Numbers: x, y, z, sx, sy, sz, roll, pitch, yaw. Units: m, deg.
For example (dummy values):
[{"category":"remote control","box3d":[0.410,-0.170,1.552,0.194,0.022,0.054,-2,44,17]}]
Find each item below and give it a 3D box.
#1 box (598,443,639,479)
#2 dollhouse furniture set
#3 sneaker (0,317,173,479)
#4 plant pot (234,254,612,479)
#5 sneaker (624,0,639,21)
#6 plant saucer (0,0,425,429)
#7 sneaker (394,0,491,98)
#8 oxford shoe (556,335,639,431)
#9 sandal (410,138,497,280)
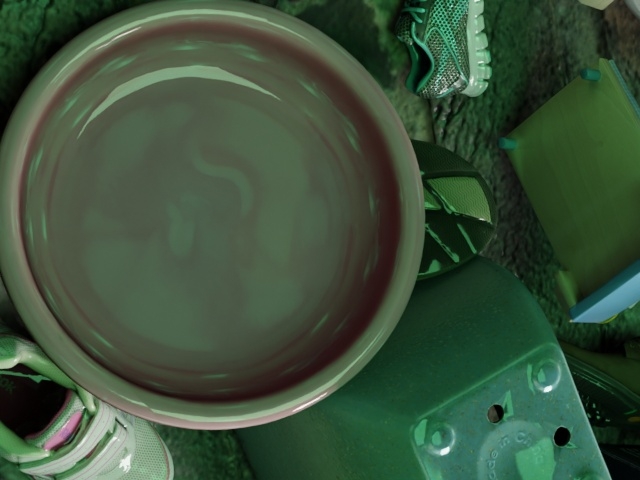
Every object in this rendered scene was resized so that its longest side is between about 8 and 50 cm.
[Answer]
[{"category":"box","box3d":[0.468,0.324,1.693,0.312,0.343,0.179,2,101,-30]},{"category":"dollhouse furniture set","box3d":[0.304,-0.111,1.571,0.198,0.286,0.303,4,143,-46]},{"category":"sneaker","box3d":[-0.207,0.147,1.392,0.252,0.111,0.103,38,84,-32]},{"category":"plant pot","box3d":[0.096,0.162,1.465,0.247,0.252,0.248,-28,104,-20]},{"category":"sneaker","box3d":[0.385,-0.203,1.631,0.290,0.123,0.106,37,86,-31]},{"category":"plant saucer","box3d":[-0.088,-0.019,1.373,0.332,0.084,0.332,2,80,-13]},{"category":"sneaker","box3d":[0.096,-0.193,1.504,0.076,0.065,0.166,-18,110,-21]},{"category":"oxford shoe","box3d":[0.287,0.130,1.704,0.227,0.083,0.096,23,60,-24]},{"category":"sandal","box3d":[-0.002,-0.001,1.490,0.302,0.086,0.120,-18,87,-7]}]
